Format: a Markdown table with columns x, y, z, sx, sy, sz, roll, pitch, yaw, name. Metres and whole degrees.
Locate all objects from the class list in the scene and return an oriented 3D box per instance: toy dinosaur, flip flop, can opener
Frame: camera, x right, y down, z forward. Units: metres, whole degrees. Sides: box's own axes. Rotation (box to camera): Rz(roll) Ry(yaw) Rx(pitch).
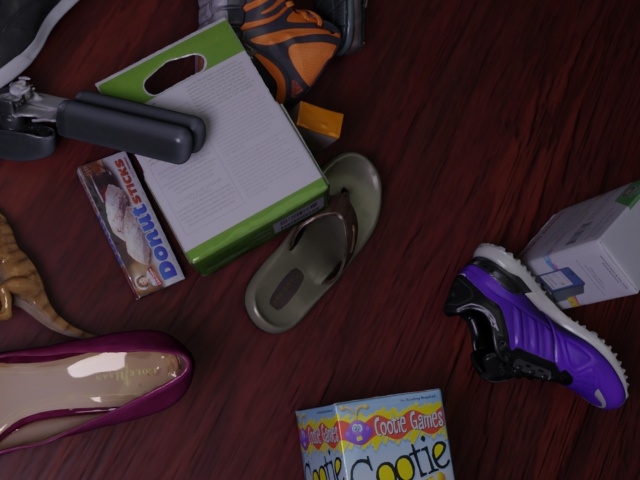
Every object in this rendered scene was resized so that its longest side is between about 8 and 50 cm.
| x | y | z | sx | sy | sz | roll | pitch | yaw | name |
| --- | --- | --- | --- | --- | --- | --- | --- | --- | --- |
| -0.341 | 0.058 | 1.047 | 0.112 | 0.064 | 0.211 | -34 | 91 | -26 | toy dinosaur |
| 0.000 | 0.000 | 1.187 | 0.112 | 0.080 | 0.277 | 40 | 66 | -8 | flip flop |
| -0.271 | -0.131 | 1.066 | 0.280 | 0.093 | 0.074 | 10 | 30 | 13 | can opener |

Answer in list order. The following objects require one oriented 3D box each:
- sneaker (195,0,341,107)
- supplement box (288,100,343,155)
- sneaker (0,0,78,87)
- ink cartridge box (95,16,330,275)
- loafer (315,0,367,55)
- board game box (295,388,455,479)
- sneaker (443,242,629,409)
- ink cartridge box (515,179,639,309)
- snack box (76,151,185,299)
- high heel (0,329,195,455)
| x | y | z | sx | sy | sz | roll | pitch | yaw | name |
| --- | --- | --- | --- | --- | --- | --- | --- | --- | --- |
| -0.068 | -0.328 | 1.234 | 0.180 | 0.125 | 0.321 | 5 | 86 | -25 | sneaker |
| -0.017 | -0.146 | 1.207 | 0.062 | 0.098 | 0.036 | 15 | 75 | -19 | supplement box |
| -0.380 | -0.291 | 1.065 | 0.147 | 0.105 | 0.295 | 55 | 52 | -41 | sneaker |
| -0.129 | -0.116 | 1.129 | 0.189 | 0.097 | 0.255 | -29 | 79 | -5 | ink cartridge box |
| 0.040 | -0.389 | 1.297 | 0.084 | 0.096 | 0.267 | -3 | 76 | -28 | loafer |
| 0.074 | 0.329 | 1.100 | 0.142 | 0.144 | 0.275 | -3 | 78 | -22 | board game box |
| 0.283 | 0.153 | 1.259 | 0.293 | 0.102 | 0.146 | 44 | 70 | -1 | sneaker |
| 0.380 | 0.009 | 1.265 | 0.154 | 0.212 | 0.093 | -43 | 98 | -26 | ink cartridge box |
| -0.235 | -0.019 | 1.131 | 0.064 | 0.022 | 0.178 | -24 | 86 | -26 | snack box |
| -0.324 | 0.163 | 0.961 | 0.377 | 0.181 | 0.127 | -15 | 83 | -24 | high heel |
